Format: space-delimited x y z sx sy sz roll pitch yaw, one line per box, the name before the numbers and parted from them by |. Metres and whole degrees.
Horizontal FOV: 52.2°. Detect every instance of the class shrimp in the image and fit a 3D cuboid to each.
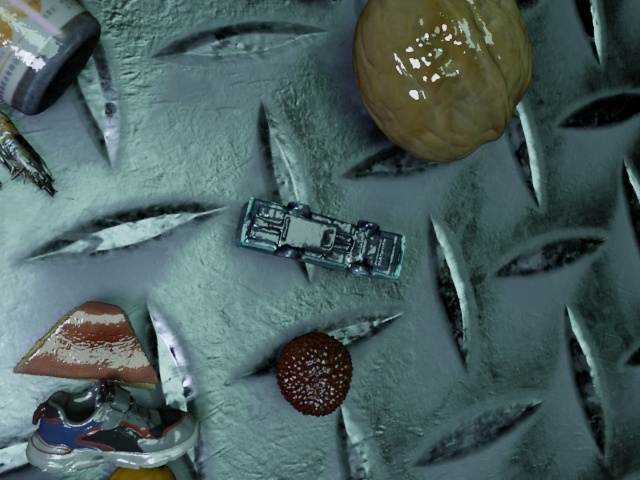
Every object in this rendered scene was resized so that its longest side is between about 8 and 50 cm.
shrimp | -0.435 -0.110 0.900 0.091 0.034 0.161 -44 96 -7

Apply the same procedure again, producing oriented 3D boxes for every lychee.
lychee | -0.006 0.207 0.999 0.123 0.129 0.123 -15 129 -19

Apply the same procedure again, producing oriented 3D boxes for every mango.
mango | -0.245 0.382 0.908 0.111 0.089 0.163 -14 101 -11

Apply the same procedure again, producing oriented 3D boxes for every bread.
bread | -0.312 0.142 0.907 0.192 0.067 0.119 13 91 -20

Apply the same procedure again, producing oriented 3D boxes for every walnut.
walnut | 0.196 -0.286 1.051 0.313 0.252 0.277 50 59 -16

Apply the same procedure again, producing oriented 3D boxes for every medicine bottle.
medicine bottle | -0.440 -0.303 0.838 0.273 0.165 0.165 37 74 -16

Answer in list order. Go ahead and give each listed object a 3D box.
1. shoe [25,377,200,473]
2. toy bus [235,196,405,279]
shoe | -0.278 0.234 0.885 0.227 0.099 0.126 -2 102 -18
toy bus | 0.000 0.000 1.024 0.261 0.109 0.091 15 82 -19
